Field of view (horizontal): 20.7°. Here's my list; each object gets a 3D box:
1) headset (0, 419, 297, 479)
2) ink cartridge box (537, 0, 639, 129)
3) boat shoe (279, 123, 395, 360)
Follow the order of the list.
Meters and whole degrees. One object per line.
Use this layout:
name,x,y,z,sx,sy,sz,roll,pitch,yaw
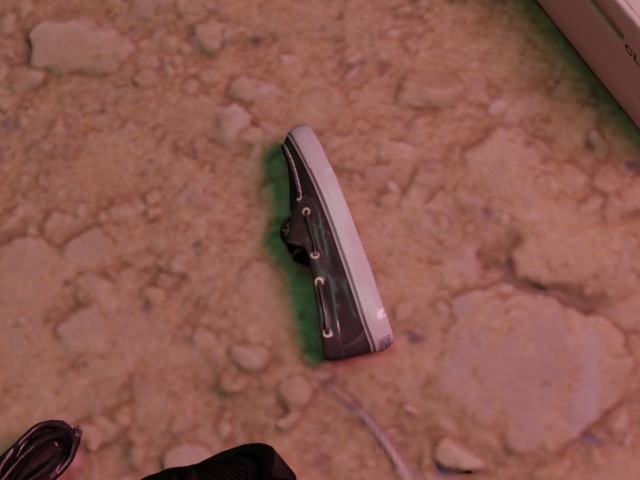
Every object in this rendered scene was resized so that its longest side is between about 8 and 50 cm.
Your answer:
headset,-0.034,0.183,0.797,0.394,0.243,0.185,11,39,31
ink cartridge box,0.264,-0.185,0.985,0.273,0.114,0.197,-30,65,-9
boat shoe,0.000,0.000,0.965,0.040,0.049,0.142,-19,66,-2
